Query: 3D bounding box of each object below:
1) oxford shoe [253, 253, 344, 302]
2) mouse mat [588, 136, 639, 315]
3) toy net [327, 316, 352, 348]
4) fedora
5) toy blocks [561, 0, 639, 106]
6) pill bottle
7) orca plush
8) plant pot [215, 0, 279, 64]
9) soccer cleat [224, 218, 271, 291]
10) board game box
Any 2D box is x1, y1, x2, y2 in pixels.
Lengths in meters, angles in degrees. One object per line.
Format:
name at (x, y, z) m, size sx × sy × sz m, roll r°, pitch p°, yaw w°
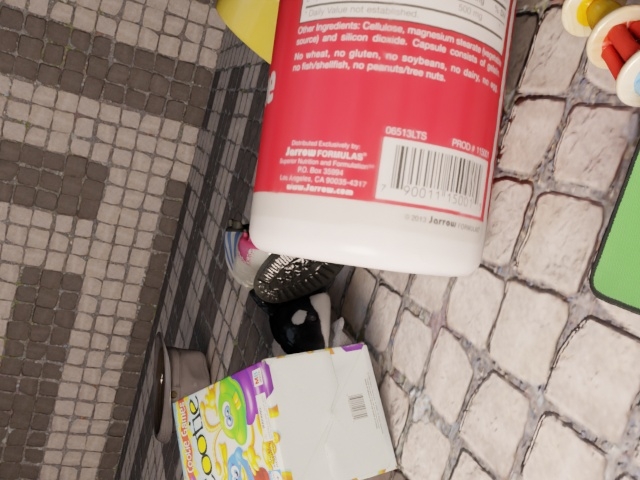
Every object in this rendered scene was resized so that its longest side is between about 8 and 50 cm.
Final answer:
oxford shoe at (0.000, 0.000, 0.838) m, size 0.227 × 0.082 × 0.096 m, roll -40°, pitch 18°, yaw 1°
mouse mat at (0.247, -0.032, 0.336) m, size 0.153 × 0.007 × 0.189 m, roll 27°, pitch 103°, yaw 51°
toy net at (-0.003, 0.192, 0.865) m, size 0.122 × 0.045 × 0.232 m, roll -90°, pitch 24°, yaw -57°
fedora at (-0.352, 0.369, 1.531) m, size 0.244 × 0.124 × 0.275 m, roll 139°, pitch 130°, yaw -61°
toy blocks at (0.242, -0.159, 0.414) m, size 0.123 × 0.054 × 0.148 m, roll -57°, pitch 31°, yaw 39°
pill bottle at (0.067, -0.178, 0.591) m, size 0.229 × 0.229 × 0.407 m, roll -173°, pitch 90°, yaw -69°
orca plush at (-0.049, 0.071, 0.901) m, size 0.287 × 0.102 × 0.151 m, roll -87°, pitch 22°, yaw -51°
plant pot at (0.016, -0.366, 0.884) m, size 0.239 × 0.254 × 0.254 m, roll -50°, pitch 31°, yaw 21°
soccer cleat at (-0.111, 0.037, 1.160) m, size 0.331 × 0.116 × 0.143 m, roll -160°, pitch 67°, yaw -71°
board game box at (-0.060, 0.235, 0.743) m, size 0.275 × 0.142 × 0.144 m, roll -36°, pitch 63°, yaw 50°
